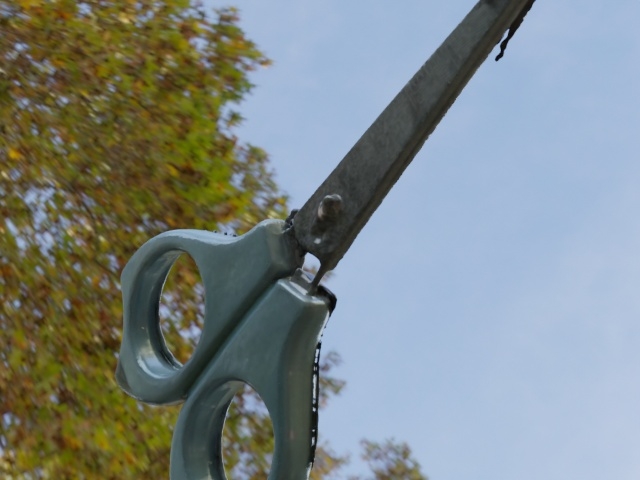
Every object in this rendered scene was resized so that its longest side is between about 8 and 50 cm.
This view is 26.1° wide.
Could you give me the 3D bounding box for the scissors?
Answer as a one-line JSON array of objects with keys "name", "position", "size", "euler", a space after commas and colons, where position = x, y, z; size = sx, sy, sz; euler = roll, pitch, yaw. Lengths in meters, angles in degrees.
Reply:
[{"name": "scissors", "position": [0.001, 0.000, 0.689], "size": [0.029, 0.191, 0.360], "euler": [5, -46, -43]}]
